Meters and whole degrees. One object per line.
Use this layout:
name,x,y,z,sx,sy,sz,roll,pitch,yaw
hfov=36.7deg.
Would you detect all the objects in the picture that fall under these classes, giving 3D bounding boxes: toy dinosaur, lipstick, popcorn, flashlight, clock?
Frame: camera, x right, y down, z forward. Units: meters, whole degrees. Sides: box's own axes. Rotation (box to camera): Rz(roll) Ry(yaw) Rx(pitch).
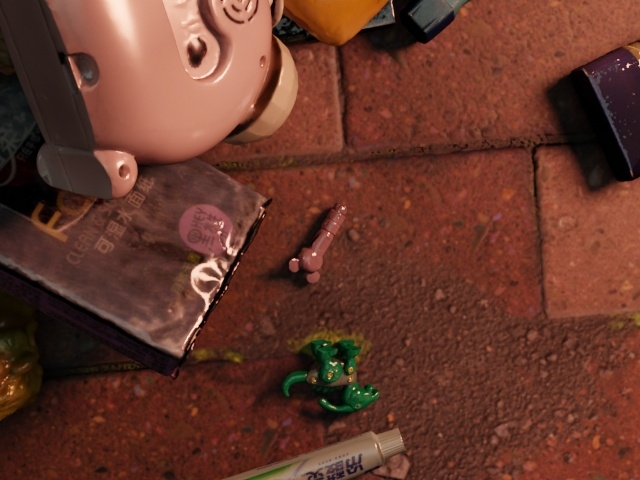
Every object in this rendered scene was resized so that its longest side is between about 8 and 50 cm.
toy dinosaur,0.014,0.183,1.268,0.132,0.059,0.096,-3,98,-13
lipstick,-0.062,-0.272,1.244,0.312,0.051,0.051,-11,97,-3
popcorn,-0.420,0.147,1.164,0.156,0.197,0.197,-3,93,24
flashlight,0.000,0.000,1.271,0.052,0.031,0.110,33,85,-29
clock,-0.182,-0.239,1.072,0.326,0.184,0.342,-34,125,-39

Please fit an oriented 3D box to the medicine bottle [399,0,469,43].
medicine bottle,0.123,-0.392,1.240,0.124,0.079,0.258,-26,94,1

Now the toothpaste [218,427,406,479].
toothpaste,-0.031,0.313,1.275,0.297,0.048,0.074,-20,97,0

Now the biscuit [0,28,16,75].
biscuit,-0.396,-0.360,1.134,0.094,0.054,0.378,7,64,-46

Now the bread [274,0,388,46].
bread,0.073,-0.372,1.161,0.305,0.091,0.142,-44,85,7

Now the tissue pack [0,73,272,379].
tissue pack,-0.271,-0.024,1.156,0.361,0.122,0.259,30,57,-4

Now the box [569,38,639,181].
box,0.481,-0.205,1.282,0.259,0.071,0.168,-26,95,-5
